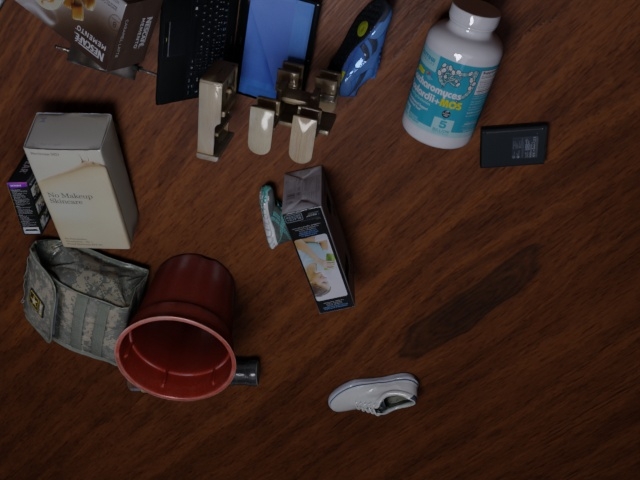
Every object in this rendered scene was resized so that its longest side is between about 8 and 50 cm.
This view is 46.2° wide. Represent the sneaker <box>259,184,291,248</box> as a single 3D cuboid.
[{"bbox_3d":[-0.095,-0.060,1.709,0.076,0.065,0.166,-14,131,-7],"label":"sneaker"}]

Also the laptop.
[{"bbox_3d":[-0.160,-0.352,1.421,0.264,0.136,0.234,-20,138,-36],"label":"laptop"}]

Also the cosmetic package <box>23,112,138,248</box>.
[{"bbox_3d":[-0.500,-0.120,1.603,0.160,0.113,0.309,1,141,2],"label":"cosmetic package"}]

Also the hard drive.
[{"bbox_3d":[0.406,-0.200,1.586,0.135,0.022,0.094,-3,128,6],"label":"hard drive"}]

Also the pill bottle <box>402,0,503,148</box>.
[{"bbox_3d":[0.255,-0.318,1.426,0.146,0.146,0.264,10,127,-5],"label":"pill bottle"}]

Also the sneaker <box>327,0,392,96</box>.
[{"bbox_3d":[0.089,-0.368,1.453,0.082,0.069,0.209,13,127,-31],"label":"sneaker"}]

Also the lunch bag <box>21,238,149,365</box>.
[{"bbox_3d":[-0.588,0.144,1.821,0.287,0.169,0.235,21,130,-3],"label":"lunch bag"}]

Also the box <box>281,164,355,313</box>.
[{"bbox_3d":[0.000,0.000,1.675,0.087,0.169,0.289,-12,125,9],"label":"box"}]

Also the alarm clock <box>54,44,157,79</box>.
[{"bbox_3d":[-0.397,-0.347,1.442,0.192,0.129,0.064,20,98,9],"label":"alarm clock"}]

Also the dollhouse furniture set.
[{"bbox_3d":[-0.098,-0.223,1.409,0.242,0.212,0.161,13,127,6],"label":"dollhouse furniture set"}]

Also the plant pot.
[{"bbox_3d":[-0.319,0.188,1.774,0.273,0.265,0.272,1,128,1],"label":"plant pot"}]

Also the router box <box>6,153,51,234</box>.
[{"bbox_3d":[-0.604,-0.117,1.607,0.046,0.179,0.133,0,127,1],"label":"router box"}]

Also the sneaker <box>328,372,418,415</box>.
[{"bbox_3d":[0.141,0.430,2.046,0.258,0.091,0.094,-18,125,16],"label":"sneaker"}]

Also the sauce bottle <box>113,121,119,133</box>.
[{"bbox_3d":[-0.486,-0.210,1.616,0.128,0.042,0.042,-35,118,29],"label":"sauce bottle"}]

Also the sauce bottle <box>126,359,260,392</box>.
[{"bbox_3d":[-0.336,0.351,2.003,0.345,0.111,0.111,-1,128,2],"label":"sauce bottle"}]

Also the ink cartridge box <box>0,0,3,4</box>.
[{"bbox_3d":[-0.753,-0.478,1.384,0.304,0.072,0.307,36,145,-23],"label":"ink cartridge box"}]

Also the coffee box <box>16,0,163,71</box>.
[{"bbox_3d":[-0.417,-0.432,1.337,0.246,0.098,0.141,39,127,12],"label":"coffee box"}]
